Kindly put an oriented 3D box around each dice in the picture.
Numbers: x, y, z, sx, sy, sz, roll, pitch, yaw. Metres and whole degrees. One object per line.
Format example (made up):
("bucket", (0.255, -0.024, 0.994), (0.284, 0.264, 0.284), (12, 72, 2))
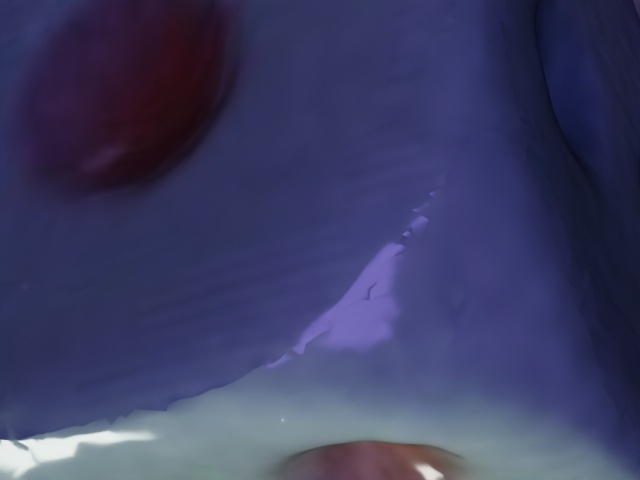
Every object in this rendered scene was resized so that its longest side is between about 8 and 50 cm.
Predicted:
("dice", (0.000, 0.000, 0.550), (0.268, 0.262, 0.265), (-17, 56, 26))
